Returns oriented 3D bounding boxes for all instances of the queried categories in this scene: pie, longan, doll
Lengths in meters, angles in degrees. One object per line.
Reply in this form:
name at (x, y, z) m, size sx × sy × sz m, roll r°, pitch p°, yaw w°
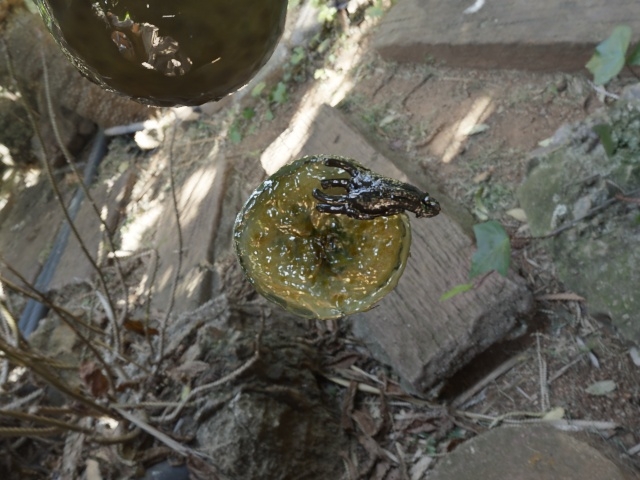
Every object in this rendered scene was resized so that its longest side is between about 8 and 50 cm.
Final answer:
pie at (0.000, 0.000, 0.875) m, size 0.274 × 0.274 × 0.055 m, roll -32°, pitch 13°, yaw 19°
longan at (-0.236, -0.400, 0.884) m, size 0.391 × 0.391 × 0.391 m, roll -26°, pitch 41°, yaw 25°
doll at (0.072, -0.056, 0.754) m, size 0.165 × 0.139 × 0.057 m, roll 14°, pitch 82°, yaw 6°
